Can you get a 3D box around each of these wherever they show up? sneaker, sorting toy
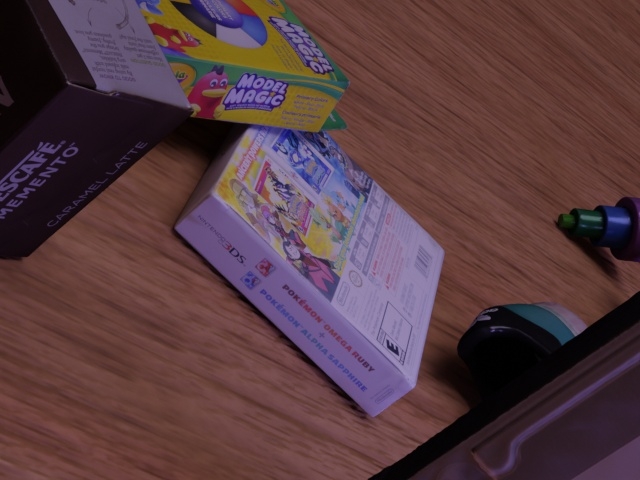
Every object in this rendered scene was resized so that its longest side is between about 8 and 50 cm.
[{"bbox_3d":[0.197,0.176,1.129,0.121,0.108,0.302,-2,51,-55],"label":"sneaker"},{"bbox_3d":[0.302,0.081,1.470,0.126,0.127,0.366,6,39,-17],"label":"sorting toy"}]

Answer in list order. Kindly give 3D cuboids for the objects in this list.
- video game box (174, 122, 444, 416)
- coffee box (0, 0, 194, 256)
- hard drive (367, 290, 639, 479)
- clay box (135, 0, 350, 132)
[{"bbox_3d":[0.000,0.000,1.092,0.187,0.048,0.205,47,25,-12],"label":"video game box"},{"bbox_3d":[-0.192,-0.131,0.834,0.098,0.141,0.247,7,49,-57],"label":"coffee box"},{"bbox_3d":[0.169,0.167,0.800,0.237,0.339,0.064,51,27,-2],"label":"hard drive"},{"bbox_3d":[-0.077,-0.138,1.079,0.222,0.053,0.127,2,42,-45],"label":"clay box"}]
